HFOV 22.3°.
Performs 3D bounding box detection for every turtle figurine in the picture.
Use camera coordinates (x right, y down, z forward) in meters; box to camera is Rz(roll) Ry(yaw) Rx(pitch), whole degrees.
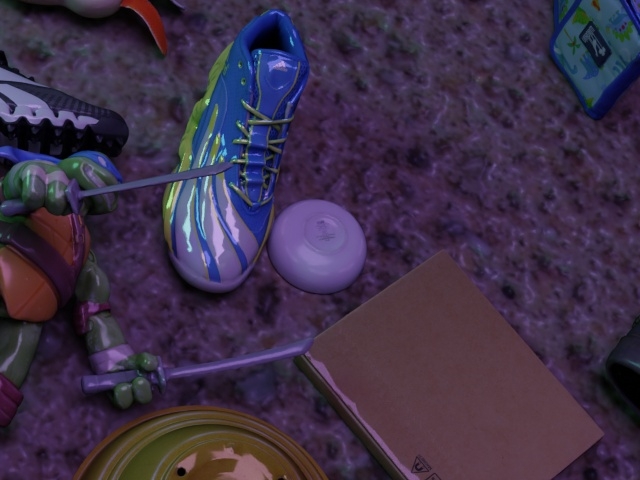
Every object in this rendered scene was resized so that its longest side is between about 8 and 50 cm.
[{"bbox_3d":[-0.180,0.050,1.126,0.274,0.198,0.266,32,64,13],"label":"turtle figurine"}]

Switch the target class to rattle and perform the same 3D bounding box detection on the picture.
[{"bbox_3d":[-0.192,-0.255,1.333,0.199,0.143,0.130,36,40,12],"label":"rattle"}]

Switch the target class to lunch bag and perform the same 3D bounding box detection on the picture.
[{"bbox_3d":[0.265,-0.201,1.438,0.096,0.129,0.151,8,62,-13],"label":"lunch bag"}]

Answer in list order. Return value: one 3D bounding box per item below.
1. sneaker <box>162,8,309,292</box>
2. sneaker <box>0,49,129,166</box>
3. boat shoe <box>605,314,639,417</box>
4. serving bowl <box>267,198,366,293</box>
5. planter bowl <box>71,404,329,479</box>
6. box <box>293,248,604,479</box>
[{"bbox_3d":[-0.065,-0.083,1.277,0.091,0.126,0.240,13,59,-9],"label":"sneaker"},{"bbox_3d":[-0.265,-0.117,1.266,0.234,0.078,0.106,5,63,-11],"label":"sneaker"},{"bbox_3d":[0.353,0.197,1.262,0.130,0.132,0.355,-30,65,-18],"label":"boat shoe"},{"bbox_3d":[0.000,0.000,1.309,0.083,0.027,0.083,7,59,-12],"label":"serving bowl"},{"bbox_3d":[-0.072,0.200,1.142,0.217,0.090,0.217,7,60,-12],"label":"planter bowl"},{"bbox_3d":[0.103,0.123,1.276,0.164,0.021,0.201,-33,75,-29],"label":"box"}]
